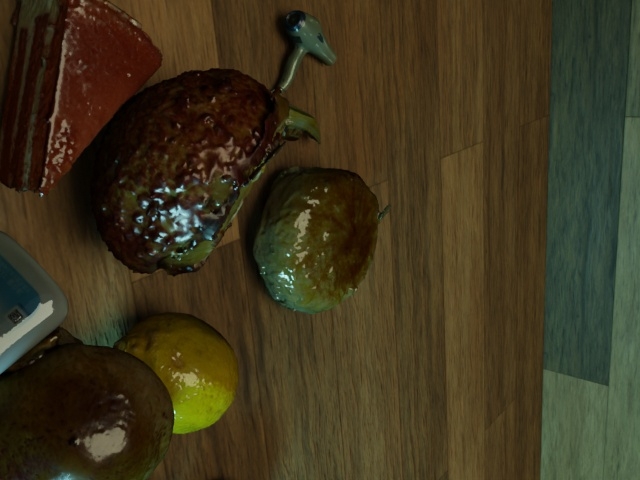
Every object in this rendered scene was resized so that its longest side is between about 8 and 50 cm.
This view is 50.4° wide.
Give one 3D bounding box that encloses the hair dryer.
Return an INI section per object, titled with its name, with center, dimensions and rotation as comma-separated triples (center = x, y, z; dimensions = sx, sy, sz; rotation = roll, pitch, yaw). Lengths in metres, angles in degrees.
[hair dryer]
center = -0.031, -0.336, 1.339
dimensions = 0.167, 0.067, 0.199
rotation = 1, 108, -57

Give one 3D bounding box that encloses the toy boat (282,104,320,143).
[toy boat]
center = -0.053, -0.224, 1.321
dimensions = 0.172, 0.065, 0.066
rotation = 8, 114, -54

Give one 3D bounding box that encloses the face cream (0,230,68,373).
[face cream]
center = -0.483, 0.136, 0.819
dimensions = 0.163, 0.080, 0.337
rotation = 47, 60, 0

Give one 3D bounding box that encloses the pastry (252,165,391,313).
[pastry]
center = 0.000, 0.000, 1.377
dimensions = 0.330, 0.136, 0.329
rotation = -17, 112, -49

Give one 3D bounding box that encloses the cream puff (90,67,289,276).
[cream puff]
center = -0.205, -0.109, 0.996
dimensions = 0.229, 0.350, 0.350
rotation = 31, 69, -7

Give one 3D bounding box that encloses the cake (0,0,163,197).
[cake]
center = -0.328, -0.186, 0.917
dimensions = 0.160, 0.158, 0.262
rotation = 6, 95, -50

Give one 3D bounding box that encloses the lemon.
[lemon]
center = -0.233, 0.214, 1.099
dimensions = 0.256, 0.188, 0.188
rotation = 47, 62, -46

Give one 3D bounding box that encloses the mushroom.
[mushroom]
center = -0.353, 0.242, 0.928
dimensions = 0.283, 0.263, 0.195
rotation = 56, 9, 2
